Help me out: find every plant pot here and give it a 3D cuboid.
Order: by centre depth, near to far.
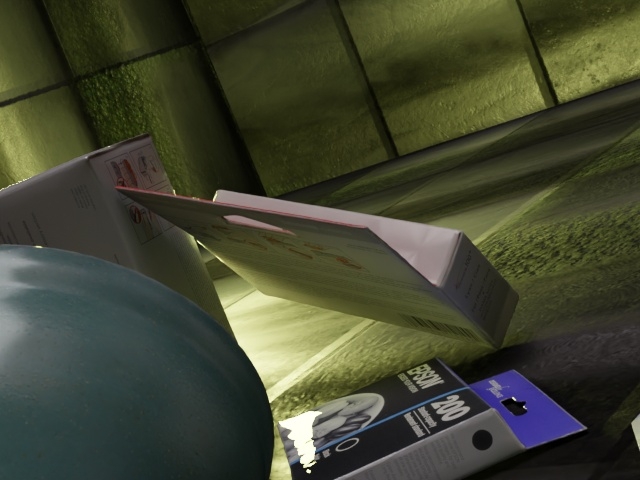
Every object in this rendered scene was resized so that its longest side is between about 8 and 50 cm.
[{"bbox_3d":[-0.171,0.175,0.652,0.293,0.293,0.196,-20,34,12],"label":"plant pot"}]

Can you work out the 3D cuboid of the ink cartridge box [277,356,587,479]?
[{"bbox_3d":[0.074,0.142,0.923,0.208,0.045,0.206,-21,7,-4],"label":"ink cartridge box"}]

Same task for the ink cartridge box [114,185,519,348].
[{"bbox_3d":[0.000,0.000,1.115,0.296,0.261,0.066,11,70,38],"label":"ink cartridge box"}]

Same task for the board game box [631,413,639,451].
[{"bbox_3d":[0.236,0.084,0.623,0.160,0.039,0.211,-52,0,14],"label":"board game box"}]

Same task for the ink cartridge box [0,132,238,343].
[{"bbox_3d":[-0.248,0.086,1.212,0.272,0.309,0.130,-18,8,24],"label":"ink cartridge box"}]
